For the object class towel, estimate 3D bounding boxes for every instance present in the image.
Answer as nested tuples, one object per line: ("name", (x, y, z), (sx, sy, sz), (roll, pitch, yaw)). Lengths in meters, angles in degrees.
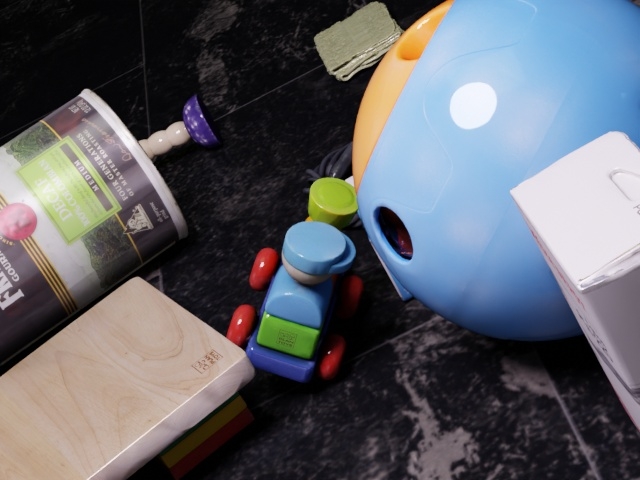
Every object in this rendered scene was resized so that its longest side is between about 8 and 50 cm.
("towel", (0.049, -0.251, 1.917), (0.110, 0.027, 0.148), (-30, 29, 2))

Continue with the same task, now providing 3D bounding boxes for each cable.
("cable", (0.046, -0.073, 1.599), (0.150, 0.047, 0.184), (-20, 30, 18))

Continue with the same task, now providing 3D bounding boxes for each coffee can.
("coffee can", (-0.313, -0.009, 1.666), (0.275, 0.202, 0.201), (-36, 28, -13))

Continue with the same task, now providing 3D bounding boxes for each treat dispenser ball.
("treat dispenser ball", (0.168, -0.064, 1.206), (0.288, 0.288, 0.288), (-23, 28, 13))

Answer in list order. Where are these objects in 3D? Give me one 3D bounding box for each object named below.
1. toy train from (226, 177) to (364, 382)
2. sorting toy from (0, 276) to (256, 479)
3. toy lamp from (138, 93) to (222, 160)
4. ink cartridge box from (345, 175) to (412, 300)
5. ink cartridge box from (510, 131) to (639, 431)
("toy train", (0.000, 0.000, 1.388), (0.105, 0.143, 0.248), (18, 38, 1))
("sorting toy", (-0.199, 0.173, 1.375), (0.255, 0.089, 0.257), (-38, 29, -15))
("toy lamp", (-0.260, -0.092, 1.892), (0.274, 0.080, 0.080), (-26, 28, 5))
("ink cartridge box", (0.132, -0.045, 1.431), (0.190, 0.082, 0.140), (-26, 28, 4))
("ink cartridge box", (0.228, 0.056, 1.023), (0.092, 0.218, 0.158), (-28, 27, 3))
